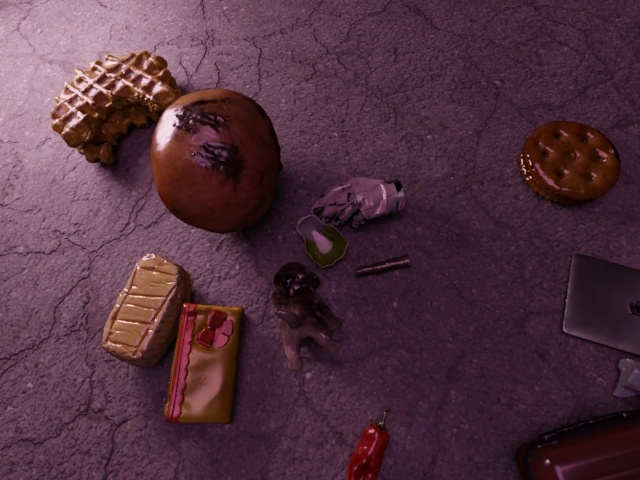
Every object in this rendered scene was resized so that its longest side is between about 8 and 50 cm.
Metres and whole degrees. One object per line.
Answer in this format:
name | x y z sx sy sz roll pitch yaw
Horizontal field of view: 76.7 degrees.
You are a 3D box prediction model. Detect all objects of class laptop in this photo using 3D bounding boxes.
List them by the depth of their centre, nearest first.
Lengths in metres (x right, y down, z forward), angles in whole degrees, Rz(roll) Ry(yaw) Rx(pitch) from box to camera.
laptop | 0.659 0.146 0.852 0.268 0.015 0.188 16 72 11

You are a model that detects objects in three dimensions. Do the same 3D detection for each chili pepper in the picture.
chili pepper | 0.094 0.417 0.787 0.059 0.050 0.191 24 81 -4

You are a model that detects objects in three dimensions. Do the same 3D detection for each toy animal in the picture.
toy animal | -0.040 0.150 0.841 0.121 0.233 0.169 -26 110 6

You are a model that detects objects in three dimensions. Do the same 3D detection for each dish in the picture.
dish | 0.000 0.000 0.955 0.091 0.039 0.137 -40 74 -5

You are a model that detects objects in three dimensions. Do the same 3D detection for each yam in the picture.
yam | 0.141 0.057 0.927 0.129 0.027 0.033 -11 91 1

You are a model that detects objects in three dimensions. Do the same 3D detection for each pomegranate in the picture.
pomegranate | -0.225 -0.174 0.904 0.321 0.322 0.323 -2 70 5

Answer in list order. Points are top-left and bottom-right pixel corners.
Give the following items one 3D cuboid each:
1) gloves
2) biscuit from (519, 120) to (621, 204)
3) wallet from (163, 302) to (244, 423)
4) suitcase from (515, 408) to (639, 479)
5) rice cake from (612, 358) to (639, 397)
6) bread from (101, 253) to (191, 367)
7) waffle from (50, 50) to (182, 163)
gloves | 0.081 -0.093 0.950 0.211 0.111 0.128 -8 72 -4
biscuit | 0.587 -0.188 0.955 0.220 0.066 0.221 -1 70 4
wallet | -0.239 0.252 0.847 0.141 0.067 0.242 9 71 -20
suitcase | 0.514 0.431 0.683 0.296 0.161 0.237 -15 70 1
rice cake | 0.715 0.324 0.769 0.290 0.051 0.081 25 108 14
bread | -0.374 0.156 0.897 0.139 0.106 0.237 15 72 13
waffle | -0.533 -0.358 1.080 0.323 0.151 0.261 -27 65 -8
